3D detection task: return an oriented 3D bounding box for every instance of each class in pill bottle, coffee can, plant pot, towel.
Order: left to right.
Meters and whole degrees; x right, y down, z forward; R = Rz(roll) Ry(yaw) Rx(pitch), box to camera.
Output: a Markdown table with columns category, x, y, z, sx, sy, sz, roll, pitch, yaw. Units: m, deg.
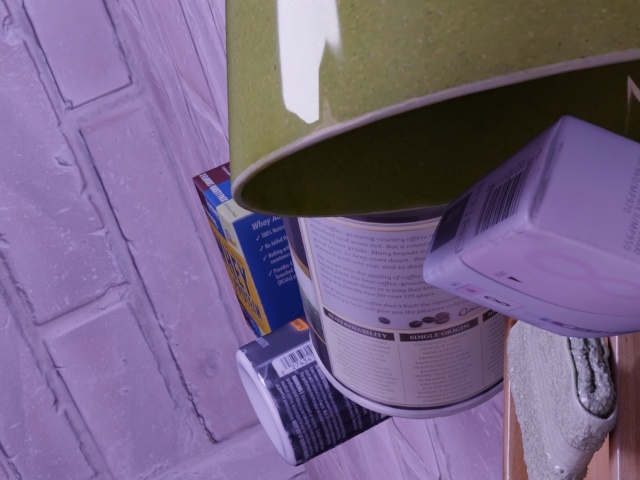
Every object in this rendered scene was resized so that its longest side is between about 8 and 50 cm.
| category | x | y | z | sx | sy | sz | roll | pitch | yaw |
| --- | --- | --- | --- | --- | --- | --- | --- | --- | --- |
| pill bottle | 0.050 | 0.113 | 1.201 | 0.130 | 0.245 | 0.130 | 58 | 166 | 25 |
| coffee can | 0.071 | -0.015 | 0.950 | 0.201 | 0.201 | 0.275 | 56 | 166 | 38 |
| plant pot | 0.070 | -0.184 | 0.564 | 0.275 | 0.274 | 0.294 | 132 | 129 | -78 |
| towel | 0.144 | 0.084 | 0.747 | 0.148 | 0.027 | 0.110 | -93 | 12 | -47 |

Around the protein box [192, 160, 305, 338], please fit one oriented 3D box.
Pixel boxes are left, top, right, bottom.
| category | x | y | z | sx | sy | sz | roll | pitch | yaw |
| --- | --- | --- | --- | --- | --- | --- | --- | --- | --- |
| protein box | 0.000 | 0.000 | 1.304 | 0.136 | 0.199 | 0.201 | 45 | 157 | 58 |

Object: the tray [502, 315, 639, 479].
| category | x | y | z | sx | sy | sz | roll | pitch | yaw |
| --- | --- | --- | --- | --- | --- | --- | --- | --- | --- |
| tray | 0.178 | 0.218 | 0.755 | 0.203 | 0.076 | 0.411 | 122 | 153 | -69 |

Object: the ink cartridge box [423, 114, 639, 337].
| category | x | y | z | sx | sy | sz | roll | pitch | yaw |
| --- | --- | --- | --- | --- | --- | --- | --- | --- | --- |
| ink cartridge box | 0.179 | 0.026 | 0.562 | 0.232 | 0.066 | 0.189 | 25 | 168 | -3 |
